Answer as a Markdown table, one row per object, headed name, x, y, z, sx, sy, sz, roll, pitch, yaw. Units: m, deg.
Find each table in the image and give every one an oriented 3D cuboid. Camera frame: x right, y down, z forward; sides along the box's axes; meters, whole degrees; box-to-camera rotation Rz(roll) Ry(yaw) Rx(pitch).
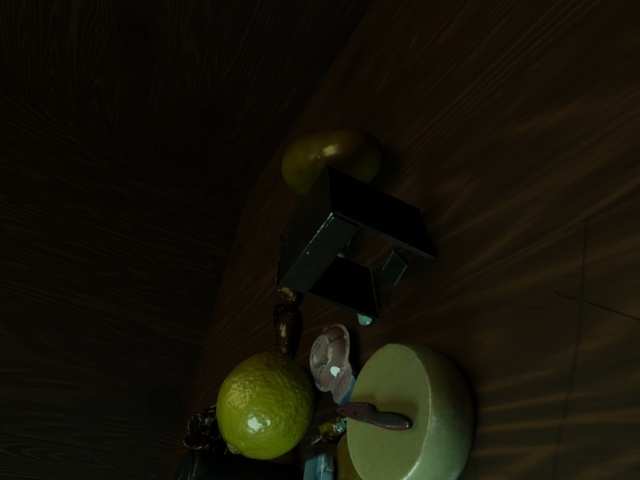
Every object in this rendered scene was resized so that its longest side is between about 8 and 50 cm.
| name | x | y | z | sx | sy | sz | roll | pitch | yaw |
| --- | --- | --- | --- | --- | --- | --- | --- | --- | --- |
| table | 0.077 | 0.016 | 0.983 | 0.251 | 0.281 | 0.196 | -54 | 25 | 32 |

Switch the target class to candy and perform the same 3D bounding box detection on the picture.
| name | x | y | z | sx | sy | sz | roll | pitch | yaw |
| --- | --- | --- | --- | --- | --- | --- | --- | --- | --- |
| candy | 0.029 | 0.463 | 0.997 | 0.182 | 0.053 | 0.047 | -51 | 32 | 42 |

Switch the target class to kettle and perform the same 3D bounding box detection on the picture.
| name | x | y | z | sx | sy | sz | roll | pitch | yaw |
| --- | --- | --- | --- | --- | --- | --- | --- | --- | --- |
| kettle | -0.234 | 0.675 | 1.066 | 0.262 | 0.307 | 0.203 | -50 | 25 | 39 |

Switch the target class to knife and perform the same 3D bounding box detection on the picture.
| name | x | y | z | sx | sy | sz | roll | pitch | yaw |
| --- | --- | --- | --- | --- | --- | --- | --- | --- | --- |
| knife | 0.088 | 0.314 | 0.748 | 0.247 | 0.018 | 0.036 | -28 | 46 | 60 |

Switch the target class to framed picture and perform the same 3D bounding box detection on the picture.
| name | x | y | z | sx | sy | sz | roll | pitch | yaw |
| --- | --- | --- | --- | --- | --- | --- | --- | --- | --- |
| framed picture | 0.190 | 0.071 | 1.059 | 0.066 | 0.006 | 0.089 | -62 | 21 | 14 |

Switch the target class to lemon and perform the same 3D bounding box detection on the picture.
| name | x | y | z | sx | sy | sz | roll | pitch | yaw |
| --- | --- | --- | --- | --- | --- | --- | --- | --- | --- |
| lemon | -0.149 | 0.449 | 1.141 | 0.293 | 0.292 | 0.293 | -52 | 25 | 37 |

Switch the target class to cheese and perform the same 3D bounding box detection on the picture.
| name | x | y | z | sx | sy | sz | roll | pitch | yaw |
| --- | --- | --- | --- | --- | --- | --- | --- | --- | --- |
| cheese | 0.037 | 0.328 | 1.083 | 0.189 | 0.074 | 0.286 | -64 | 24 | 11 |

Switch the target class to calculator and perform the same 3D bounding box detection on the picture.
| name | x | y | z | sx | sy | sz | roll | pitch | yaw |
| --- | --- | --- | --- | --- | --- | --- | --- | --- | --- |
| calculator | -0.010 | 0.559 | 0.944 | 0.210 | 0.039 | 0.121 | 112 | 168 | -56 |

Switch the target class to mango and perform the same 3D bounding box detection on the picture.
| name | x | y | z | sx | sy | sz | roll | pitch | yaw |
| --- | --- | --- | --- | --- | --- | --- | --- | --- | --- |
| mango | 0.039 | -0.259 | 1.377 | 0.445 | 0.299 | 0.233 | 173 | 97 | -67 |

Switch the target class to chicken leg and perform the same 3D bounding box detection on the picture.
| name | x | y | z | sx | sy | sz | roll | pitch | yaw |
| --- | --- | --- | --- | --- | --- | --- | --- | --- | --- |
| chicken leg | -0.136 | 0.338 | 1.528 | 0.322 | 0.082 | 0.178 | -133 | 58 | -70 |

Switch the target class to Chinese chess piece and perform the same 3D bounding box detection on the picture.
| name | x | y | z | sx | sy | sz | roll | pitch | yaw |
| --- | --- | --- | --- | --- | --- | --- | --- | --- | --- |
| Chinese chess piece | 0.153 | 0.320 | 0.752 | 0.273 | 0.102 | 0.274 | -50 | 27 | 37 |

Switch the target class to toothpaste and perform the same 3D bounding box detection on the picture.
| name | x | y | z | sx | sy | sz | roll | pitch | yaw |
| --- | --- | --- | --- | --- | --- | --- | --- | --- | --- |
| toothpaste | 0.113 | 0.148 | 1.139 | 0.056 | 0.036 | 0.205 | -55 | 19 | 29 |

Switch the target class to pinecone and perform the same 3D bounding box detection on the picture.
| name | x | y | z | sx | sy | sz | roll | pitch | yaw |
| --- | --- | --- | --- | --- | --- | --- | --- | --- | --- |
| pinecone | -0.338 | 0.683 | 1.413 | 0.243 | 0.309 | 0.244 | -14 | 61 | 26 |

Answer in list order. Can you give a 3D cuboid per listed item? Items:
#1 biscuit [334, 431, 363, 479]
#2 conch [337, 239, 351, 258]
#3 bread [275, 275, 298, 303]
| name | x | y | z | sx | sy | sz | roll | pitch | yaw |
| --- | --- | --- | --- | --- | --- | --- | --- | --- | --- |
| biscuit | 0.073 | 0.491 | 0.860 | 0.170 | 0.049 | 0.171 | -163 | 90 | -76 |
| conch | 0.000 | -0.001 | 1.340 | 0.250 | 0.196 | 0.368 | 94 | -169 | -45 |
| bread | -0.138 | 0.179 | 1.650 | 0.233 | 0.075 | 0.105 | -120 | 20 | -62 |
